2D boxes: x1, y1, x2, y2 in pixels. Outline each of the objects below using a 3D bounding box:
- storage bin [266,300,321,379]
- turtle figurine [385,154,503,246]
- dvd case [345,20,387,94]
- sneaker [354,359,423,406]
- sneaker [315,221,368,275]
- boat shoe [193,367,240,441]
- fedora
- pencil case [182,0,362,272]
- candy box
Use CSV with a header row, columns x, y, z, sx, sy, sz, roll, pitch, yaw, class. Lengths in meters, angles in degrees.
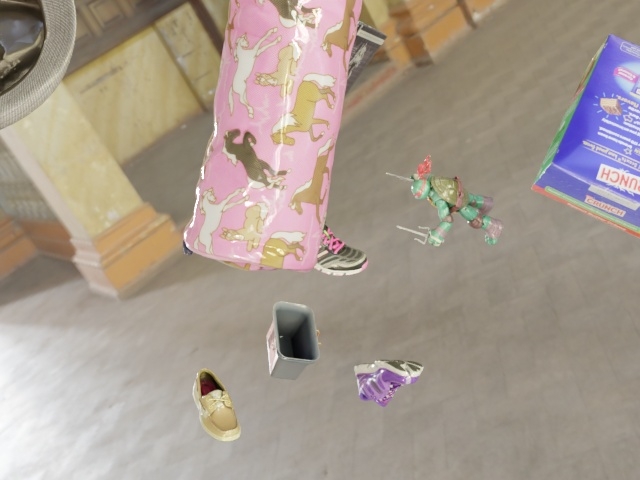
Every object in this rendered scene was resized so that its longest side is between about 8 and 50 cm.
x,y,z,sx,sy,sz,roll,pitch,yaw,class
-0.056,0.201,1.551,0.135,0.098,0.091,-99,27,-42,storage bin
0.246,-0.072,1.589,0.118,0.234,0.175,-45,35,50,turtle figurine
0.042,-0.334,1.613,0.221,0.018,0.164,-53,-13,18,dvd case
0.109,0.226,1.269,0.068,0.071,0.170,5,-16,-20,sneaker
0.000,0.000,1.314,0.170,0.075,0.063,23,38,20,sneaker
-0.152,0.234,1.149,0.050,0.045,0.135,-11,31,-27,boat shoe
-0.408,-0.242,0.960,0.275,0.244,0.124,-29,2,2,fedora
-0.048,-0.160,0.867,0.167,0.386,0.160,15,11,28,pencil case
0.583,-0.184,1.484,0.317,0.268,0.122,-60,-8,-21,candy box
